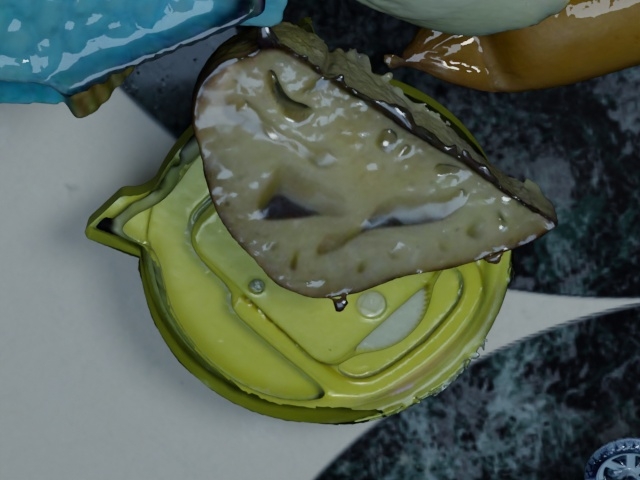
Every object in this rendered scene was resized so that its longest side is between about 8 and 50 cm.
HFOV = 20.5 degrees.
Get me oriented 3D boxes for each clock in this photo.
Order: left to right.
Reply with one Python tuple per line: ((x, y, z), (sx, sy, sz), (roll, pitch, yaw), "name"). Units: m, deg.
((0.001, 0.000, 1.336), (0.277, 0.071, 0.293), (-36, 108, 11), "clock")

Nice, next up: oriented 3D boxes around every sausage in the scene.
((0.204, -0.170, 1.229), (0.328, 0.112, 0.112), (-15, 110, 14), "sausage")

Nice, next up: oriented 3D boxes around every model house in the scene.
((-0.153, -0.186, 1.195), (0.241, 0.261, 0.226), (4, 121, -11), "model house")

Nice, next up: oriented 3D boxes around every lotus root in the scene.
((0.017, -0.042, 1.244), (0.261, 0.074, 0.170), (39, 105, -16), "lotus root")

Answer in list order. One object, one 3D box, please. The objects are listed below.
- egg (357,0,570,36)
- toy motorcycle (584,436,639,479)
((0.038, -0.253, 1.123), (0.264, 0.174, 0.286), (-6, 107, 47), "egg")
((0.222, 0.259, 1.415), (0.136, 0.092, 0.254), (25, 122, -15), "toy motorcycle")
